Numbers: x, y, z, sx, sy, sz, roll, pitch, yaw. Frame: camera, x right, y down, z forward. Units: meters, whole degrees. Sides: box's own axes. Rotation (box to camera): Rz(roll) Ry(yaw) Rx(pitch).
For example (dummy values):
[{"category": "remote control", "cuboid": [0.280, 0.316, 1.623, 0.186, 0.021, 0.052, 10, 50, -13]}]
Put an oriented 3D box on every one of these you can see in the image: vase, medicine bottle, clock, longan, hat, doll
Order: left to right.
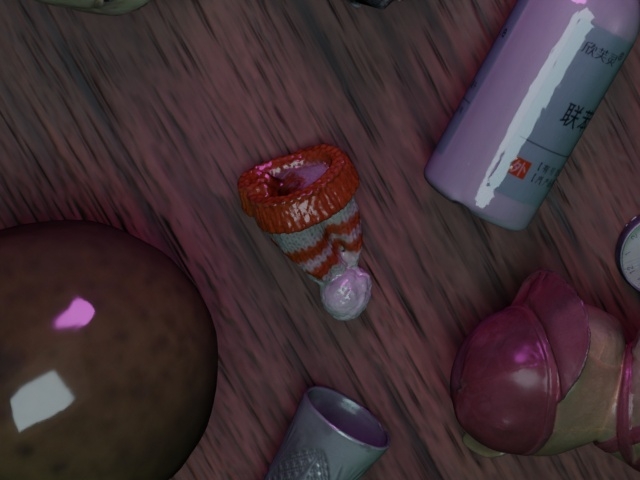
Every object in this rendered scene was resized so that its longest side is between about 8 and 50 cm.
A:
[{"category": "longan", "cuboid": [-0.252, 0.134, 1.496, 0.350, 0.288, 0.288, -42, 102, 14]}, {"category": "vase", "cuboid": [-0.030, 0.254, 1.626, 0.096, 0.096, 0.219, 30, 104, -9]}, {"category": "hat", "cuboid": [0.000, 0.000, 1.572, 0.112, 0.093, 0.162, -17, 123, 12]}, {"category": "medicine bottle", "cuboid": [0.220, -0.182, 1.507, 0.110, 0.110, 0.352, 27, 102, -9]}, {"category": "doll", "cuboid": [0.249, 0.128, 1.568, 0.256, 0.152, 0.196, 10, 104, -5]}, {"category": "clock", "cuboid": [0.322, 0.013, 1.611, 0.085, 0.017, 0.085, 0, 105, -2]}]

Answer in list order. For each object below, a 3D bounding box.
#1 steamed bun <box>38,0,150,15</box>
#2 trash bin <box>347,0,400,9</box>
[{"category": "steamed bun", "cuboid": [-0.164, -0.321, 1.401, 0.320, 0.206, 0.275, -4, 80, 34]}, {"category": "trash bin", "cuboid": [0.074, -0.321, 1.435, 0.238, 0.184, 0.161, -43, 103, 3]}]
